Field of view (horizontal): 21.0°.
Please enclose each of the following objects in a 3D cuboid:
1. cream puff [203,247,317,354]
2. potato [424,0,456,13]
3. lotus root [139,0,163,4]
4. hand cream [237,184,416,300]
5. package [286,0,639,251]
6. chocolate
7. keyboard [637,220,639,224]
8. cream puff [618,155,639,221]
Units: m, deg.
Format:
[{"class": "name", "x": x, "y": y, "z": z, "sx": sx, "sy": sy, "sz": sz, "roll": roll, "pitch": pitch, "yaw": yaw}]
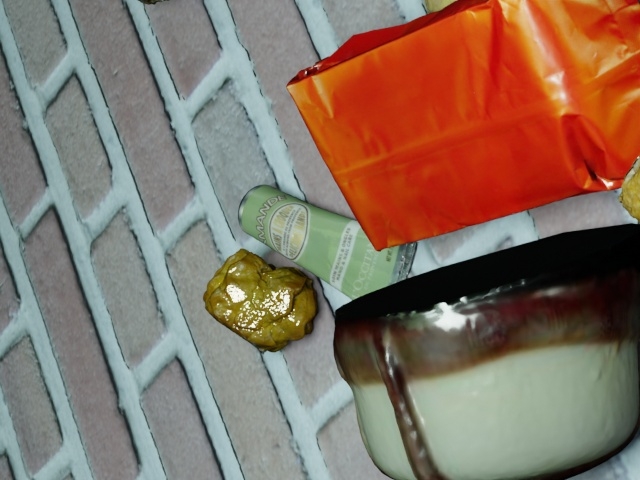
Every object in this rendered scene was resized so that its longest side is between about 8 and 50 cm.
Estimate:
[{"class": "cream puff", "x": -0.060, "y": 0.060, "z": 1.775, "sx": 0.094, "sy": 0.116, "sz": 0.122, "roll": -53, "pitch": 41, "yaw": 0}, {"class": "potato", "x": 0.162, "y": -0.218, "z": 1.569, "sx": 0.170, "sy": 0.080, "sz": 0.107, "roll": 34, "pitch": 120, "yaw": 45}, {"class": "lotus root", "x": -0.210, "y": -0.385, "z": 1.979, "sx": 0.145, "sy": 0.128, "sz": 0.260, "roll": -26, "pitch": 68, "yaw": 34}, {"class": "hand cream", "x": 0.000, "y": 0.000, "z": 1.758, "sx": 0.235, "sy": 0.055, "sz": 0.086, "roll": 28, "pitch": 110, "yaw": 39}, {"class": "package", "x": 0.126, "y": -0.113, "z": 1.511, "sx": 0.423, "sy": 0.123, "sz": 0.196, "roll": -14, "pitch": 107, "yaw": 52}, {"class": "chocolate", "x": 0.153, "y": 0.112, "z": 1.441, "sx": 0.284, "sy": 0.284, "sz": 0.186, "roll": -12, "pitch": 98, "yaw": 48}, {"class": "keyboard", "x": 0.291, "y": -0.031, "z": 1.453, "sx": 0.049, "sy": 0.015, "sz": 0.129, "roll": 13, "pitch": 95, "yaw": 44}, {"class": "cream puff", "x": 0.340, "y": -0.033, "z": 1.291, "sx": 0.169, "sy": 0.183, "sz": 0.183, "roll": 49, "pitch": 123, "yaw": 17}]
